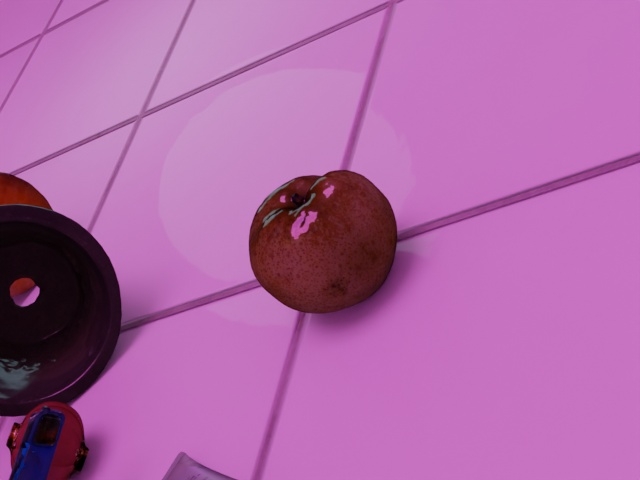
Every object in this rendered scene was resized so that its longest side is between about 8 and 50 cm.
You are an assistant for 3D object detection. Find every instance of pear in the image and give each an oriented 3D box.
[{"bbox_3d":[0.000,0.000,1.403,0.167,0.136,0.167,-27,31,17],"label":"pear"}]

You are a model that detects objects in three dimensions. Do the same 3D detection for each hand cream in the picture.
[{"bbox_3d":[-0.112,0.259,1.302,0.205,0.050,0.078,2,54,55],"label":"hand cream"}]

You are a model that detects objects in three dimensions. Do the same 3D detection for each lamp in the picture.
[{"bbox_3d":[-0.316,0.240,1.506,0.107,0.092,0.107,-159,90,-82],"label":"lamp"}]

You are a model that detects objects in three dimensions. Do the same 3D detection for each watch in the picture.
[{"bbox_3d":[-0.411,0.292,1.469,0.276,0.068,0.274,10,85,49],"label":"watch"}]

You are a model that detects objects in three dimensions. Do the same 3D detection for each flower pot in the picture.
[{"bbox_3d":[-0.389,0.077,1.677,0.269,0.269,0.166,-42,12,0],"label":"flower pot"}]

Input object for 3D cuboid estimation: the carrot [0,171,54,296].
[{"bbox_3d":[-0.540,-0.006,1.976,0.254,0.196,0.196,-1,50,52],"label":"carrot"}]
